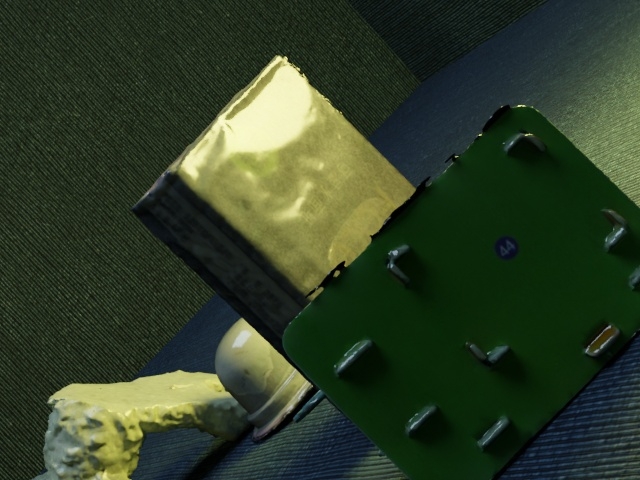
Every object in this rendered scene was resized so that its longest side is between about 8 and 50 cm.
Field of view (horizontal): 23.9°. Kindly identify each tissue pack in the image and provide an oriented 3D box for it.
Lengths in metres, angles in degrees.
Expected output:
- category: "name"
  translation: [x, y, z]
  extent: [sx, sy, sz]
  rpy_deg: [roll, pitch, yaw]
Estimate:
- category: "tissue pack"
  translation: [0.000, 0.000, 1.840]
  extent: [0.124, 0.394, 0.288]
  rpy_deg: [-38, 10, 45]

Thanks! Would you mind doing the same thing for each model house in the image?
- category: "model house"
  translation: [0.144, 0.092, 1.500]
  extent: [0.357, 0.242, 0.313]
  rpy_deg: [-46, -9, -9]

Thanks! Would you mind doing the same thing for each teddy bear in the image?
- category: "teddy bear"
  translation: [-0.315, 0.401, 2.339]
  extent: [0.375, 0.362, 0.327]
  rpy_deg: [0, 10, -26]

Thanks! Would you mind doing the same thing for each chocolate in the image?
- category: "chocolate"
  translation: [-0.075, 0.175, 2.228]
  extent: [0.221, 0.147, 0.221]
  rpy_deg: [-42, 3, 3]
